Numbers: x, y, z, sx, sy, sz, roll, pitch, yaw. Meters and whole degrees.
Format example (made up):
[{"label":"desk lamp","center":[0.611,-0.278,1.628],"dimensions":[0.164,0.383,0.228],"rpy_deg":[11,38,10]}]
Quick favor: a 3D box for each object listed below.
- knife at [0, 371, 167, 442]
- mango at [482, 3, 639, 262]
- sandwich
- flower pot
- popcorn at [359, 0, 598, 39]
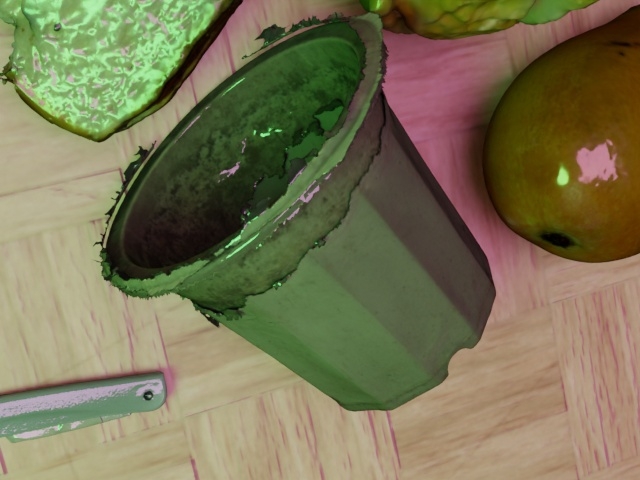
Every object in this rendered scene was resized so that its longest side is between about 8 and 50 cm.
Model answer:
[{"label":"knife","center":[-0.216,0.147,0.797],"dimensions":[0.162,0.023,0.044],"rpy_deg":[-7,96,-18]},{"label":"mango","center":[0.291,-0.110,0.868],"dimensions":[0.317,0.173,0.211],"rpy_deg":[-41,101,-23]},{"label":"sandwich","center":[-0.195,-0.229,0.692],"dimensions":[0.273,0.095,0.249],"rpy_deg":[37,105,-19]},{"label":"flower pot","center":[0.000,0.000,0.740],"dimensions":[0.290,0.290,0.259],"rpy_deg":[-47,119,-8]},{"label":"popcorn","center":[0.120,-0.301,0.745],"dimensions":[0.225,0.276,0.276],"rpy_deg":[-4,97,-19]}]
